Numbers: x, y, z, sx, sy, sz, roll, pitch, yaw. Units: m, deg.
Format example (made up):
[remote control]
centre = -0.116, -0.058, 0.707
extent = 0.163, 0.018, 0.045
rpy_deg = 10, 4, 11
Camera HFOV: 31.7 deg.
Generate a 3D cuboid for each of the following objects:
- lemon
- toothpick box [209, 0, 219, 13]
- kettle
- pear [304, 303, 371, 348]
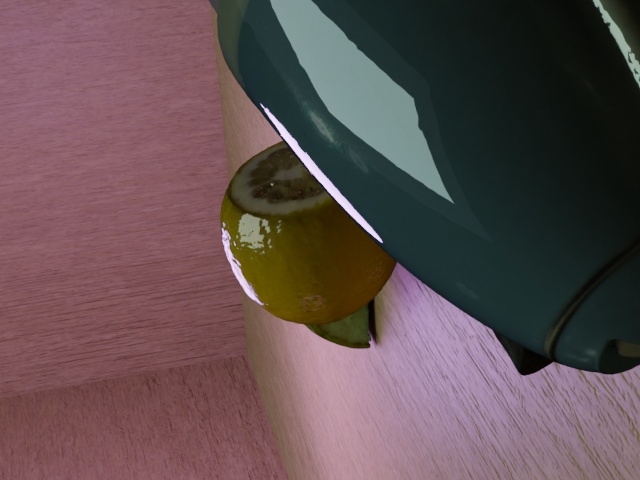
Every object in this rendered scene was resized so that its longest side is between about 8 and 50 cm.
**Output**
[lemon]
centre = -0.005, -0.002, 1.460
extent = 0.240, 0.240, 0.219
rpy_deg = -115, 7, -57
[toothpick box]
centre = -0.062, -0.372, 1.365
extent = 0.229, 0.229, 0.316
rpy_deg = 91, 154, -45
[kettle]
centre = 0.134, -0.096, 0.668
extent = 0.342, 0.247, 0.319
rpy_deg = 54, 137, 29
[pear]
centre = -0.004, 0.003, 1.766
extent = 0.239, 0.139, 0.288
rpy_deg = -100, 7, -63
